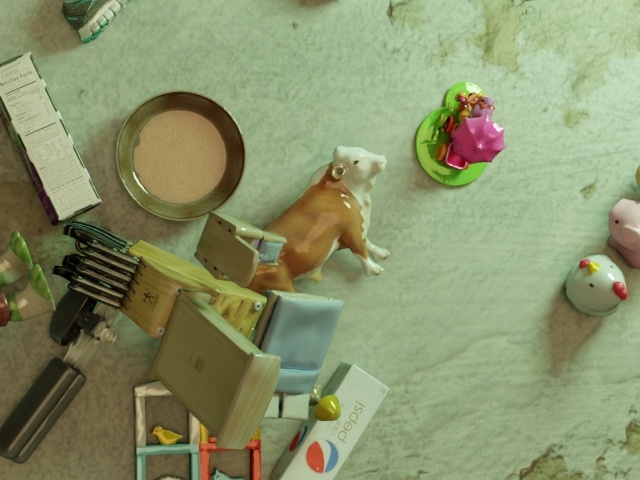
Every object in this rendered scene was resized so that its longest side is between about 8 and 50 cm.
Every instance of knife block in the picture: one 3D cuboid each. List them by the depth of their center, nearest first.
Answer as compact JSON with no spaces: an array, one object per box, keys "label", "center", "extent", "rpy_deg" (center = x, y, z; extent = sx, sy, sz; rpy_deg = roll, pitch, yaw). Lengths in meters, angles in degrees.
[{"label":"knife block","center":[-0.248,0.057,1.905],"extent":[0.276,0.242,0.088],"rpy_deg":[15,104,-47]}]

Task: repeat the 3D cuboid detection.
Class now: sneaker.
[{"label":"sneaker","center":[-0.319,-0.376,1.940],"extent":[0.076,0.065,0.166],"rpy_deg":[43,78,-5]}]

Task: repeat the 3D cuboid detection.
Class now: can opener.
[{"label":"can opener","center":[-0.389,0.195,1.913],"extent":[0.093,0.074,0.280],"rpy_deg":[27,79,22]}]

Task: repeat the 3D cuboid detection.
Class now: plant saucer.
[{"label":"plant saucer","center":[-0.212,-0.127,1.972],"extent":[0.199,0.036,0.198],"rpy_deg":[0,88,-15]}]

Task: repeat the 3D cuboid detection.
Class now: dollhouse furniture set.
[{"label":"dollhouse furniture set","center":[-0.033,0.143,1.810],"extent":[0.303,0.198,0.286],"rpy_deg":[10,107,-41]}]

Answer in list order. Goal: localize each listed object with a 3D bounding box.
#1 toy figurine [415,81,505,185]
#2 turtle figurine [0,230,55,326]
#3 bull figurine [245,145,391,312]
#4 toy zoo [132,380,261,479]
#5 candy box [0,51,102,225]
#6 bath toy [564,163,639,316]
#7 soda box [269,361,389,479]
[{"label":"toy figurine","center":[0.239,-0.175,2.022],"extent":[0.130,0.159,0.173],"rpy_deg":[19,84,-13]},{"label":"turtle figurine","center":[-0.496,0.061,1.659],"extent":[0.266,0.198,0.274],"rpy_deg":[-24,100,-18]},{"label":"bull figurine","center":[0.000,0.000,1.983],"extent":[0.310,0.101,0.188],"rpy_deg":[-40,100,-1]},{"label":"toy zoo","center":[-0.186,0.317,1.971],"extent":[0.192,0.030,0.293],"rpy_deg":[-1,89,-14]},{"label":"candy box","center":[-0.400,-0.141,1.863],"extent":[0.071,0.159,0.233],"rpy_deg":[-25,94,-14]},{"label":"bath toy","center":[0.531,-0.024,2.108],"extent":[0.151,0.129,0.348],"rpy_deg":[44,80,-9]},{"label":"soda box","center":[0.013,0.297,2.002],"extent":[0.074,0.069,0.216],"rpy_deg":[35,80,-11]}]
